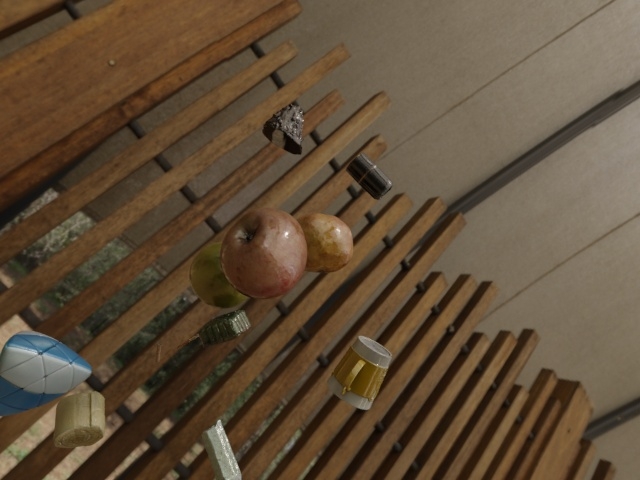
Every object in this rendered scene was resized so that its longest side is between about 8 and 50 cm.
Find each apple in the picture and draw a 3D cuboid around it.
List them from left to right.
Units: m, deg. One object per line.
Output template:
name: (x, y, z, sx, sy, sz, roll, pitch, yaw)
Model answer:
apple: (-0.411, 0.147, 2.047, 0.254, 0.292, 0.292, -20, -66, 39)
apple: (-0.203, 0.034, 1.675, 0.345, 0.345, 0.269, 31, -25, 26)

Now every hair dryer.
hair dryer: (0.217, -0.246, 2.041, 0.189, 0.107, 0.352, 47, 2, 8)

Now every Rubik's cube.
Rubik's cube: (-0.771, 0.344, 1.340, 0.254, 0.254, 0.254, 34, -28, 21)

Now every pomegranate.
pomegranate: (0.000, 0.000, 2.347, 0.338, 0.338, 0.338, 34, -28, 21)

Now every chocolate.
chocolate: (-0.100, -0.383, 1.556, 0.156, 0.133, 0.156, 28, -10, 6)

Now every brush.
brush: (-0.614, 0.469, 2.227, 0.314, 0.090, 0.017, -34, -96, 49)

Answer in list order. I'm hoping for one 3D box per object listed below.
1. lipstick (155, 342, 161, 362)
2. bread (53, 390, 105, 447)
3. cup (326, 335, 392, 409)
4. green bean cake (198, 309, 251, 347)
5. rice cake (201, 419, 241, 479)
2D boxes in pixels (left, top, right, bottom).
lipstick: (-0.739, 0.512, 2.158, 0.019, 0.019, 0.094, 26, -68, 34)
bread: (-0.784, 0.589, 1.546, 0.141, 0.148, 0.134, -120, -153, -48)
cup: (0.142, 0.483, 1.726, 0.185, 0.226, 0.241, 30, 4, 19)
green bean cake: (-0.401, 0.364, 1.983, 0.173, 0.181, 0.094, -30, 99, -78)
rice cake: (-0.319, 0.691, 1.516, 0.063, 0.069, 0.206, -46, -115, 39)
